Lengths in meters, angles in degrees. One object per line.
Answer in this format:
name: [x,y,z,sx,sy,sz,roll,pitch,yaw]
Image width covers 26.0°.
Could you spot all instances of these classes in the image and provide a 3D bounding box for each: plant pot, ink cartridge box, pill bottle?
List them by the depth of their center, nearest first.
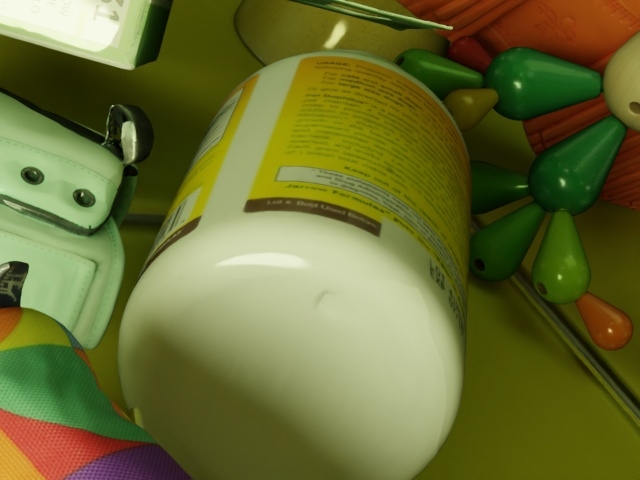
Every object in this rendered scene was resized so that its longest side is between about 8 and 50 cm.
pill bottle: [0.000,0.000,0.541,0.117,0.117,0.215,26,28,-7]
ink cartridge box: [-0.073,-0.103,0.615,0.235,0.056,0.171,17,8,-6]
plant pot: [0.028,-0.147,0.836,0.134,0.095,0.134,22,29,-13]

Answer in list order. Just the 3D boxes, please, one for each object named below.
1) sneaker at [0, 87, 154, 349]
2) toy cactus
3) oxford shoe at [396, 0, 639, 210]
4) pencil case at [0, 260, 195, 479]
sneaker: [-0.142,-0.005,0.431,0.151,0.094,0.256,25,25,5]
toy cactus: [0.146,-0.046,0.707,0.219,0.180,0.112,42,10,13]
oxford shoe: [0.153,-0.141,0.800,0.364,0.130,0.132,40,38,-41]
pencil case: [-0.036,0.114,0.342,0.236,0.104,0.104,44,31,23]
